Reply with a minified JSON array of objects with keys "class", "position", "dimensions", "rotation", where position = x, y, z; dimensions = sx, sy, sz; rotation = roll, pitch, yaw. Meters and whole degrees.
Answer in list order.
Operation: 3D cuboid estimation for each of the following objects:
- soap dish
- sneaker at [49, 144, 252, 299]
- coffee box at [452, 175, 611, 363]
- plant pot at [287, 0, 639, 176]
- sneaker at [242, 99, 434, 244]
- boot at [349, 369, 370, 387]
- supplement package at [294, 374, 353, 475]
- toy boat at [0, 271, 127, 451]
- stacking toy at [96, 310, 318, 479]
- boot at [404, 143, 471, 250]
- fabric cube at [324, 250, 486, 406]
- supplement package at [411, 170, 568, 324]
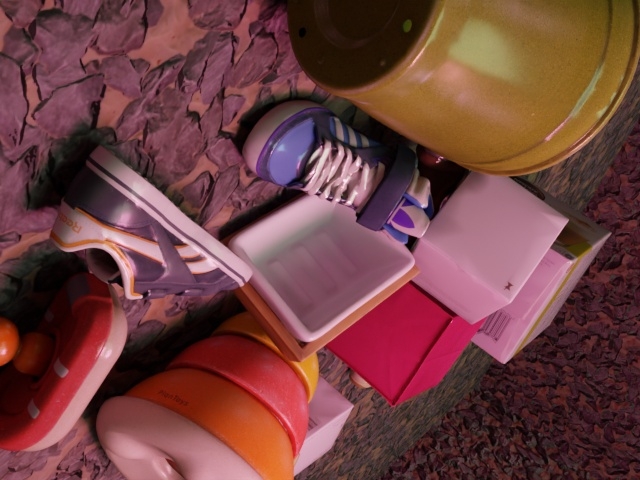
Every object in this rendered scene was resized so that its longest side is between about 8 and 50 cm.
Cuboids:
[{"class":"soap dish","position":[-0.010,0.044,1.200],"dimensions":[0.291,0.229,0.118],"rotation":[-33,167,-35]},{"class":"sneaker","position":[-0.208,0.011,0.911],"dimensions":[0.127,0.126,0.321],"rotation":[-53,146,-6]},{"class":"coffee box","position":[0.491,0.052,1.930],"dimensions":[0.334,0.337,0.338],"rotation":[-21,141,-50]},{"class":"plant pot","position":[0.158,-0.275,0.930],"dimensions":[0.353,0.366,0.366],"rotation":[0,126,-46]},{"class":"sneaker","position":[0.057,-0.091,1.088],"dimensions":[0.130,0.236,0.323],"rotation":[-59,156,17]},{"class":"boot","position":[0.201,0.285,2.055],"dimensions":[0.262,0.095,0.203],"rotation":[-23,142,-40]},{"class":"supplement package","position":[-0.102,0.375,1.508],"dimensions":[0.262,0.204,0.145],"rotation":[-22,143,-49]},{"class":"toy boat","position":[-0.345,0.135,0.864],"dimensions":[0.151,0.151,0.231],"rotation":[28,101,-35]},{"class":"stacking toy","position":[-0.110,0.242,1.262],"dimensions":[0.480,0.350,0.351],"rotation":[-53,161,-37]},{"class":"boot","position":[0.164,-0.060,1.329],"dimensions":[0.280,0.096,0.264],"rotation":[-56,171,14]},{"class":"fabric cube","position":[0.196,0.196,1.718],"dimensions":[0.258,0.254,0.259],"rotation":[-2,127,-60]},{"class":"supplement package","position":[0.274,0.013,1.282],"dimensions":[0.175,0.177,0.293],"rotation":[-52,172,-10]}]
